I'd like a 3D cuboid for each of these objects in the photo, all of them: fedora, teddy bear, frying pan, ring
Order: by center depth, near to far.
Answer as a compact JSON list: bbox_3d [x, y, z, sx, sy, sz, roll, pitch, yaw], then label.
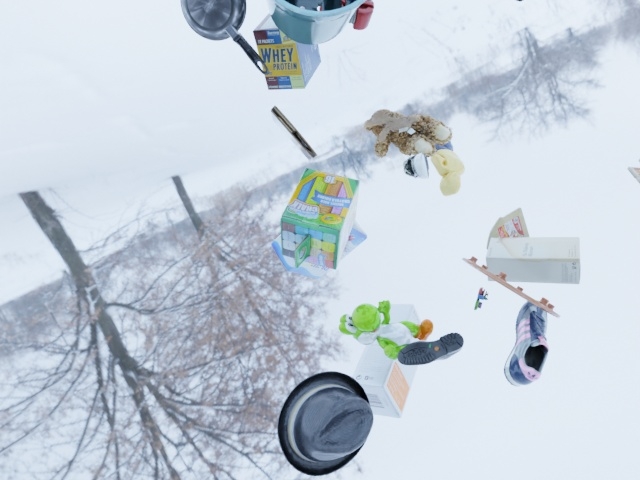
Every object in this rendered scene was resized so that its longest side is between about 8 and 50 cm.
[{"bbox_3d":[-0.295,-0.624,1.363,0.197,0.326,0.053,-11,-156,13],"label":"frying pan"},{"bbox_3d":[0.042,0.560,1.423,0.334,0.334,0.152,-30,-179,-30],"label":"fedora"},{"bbox_3d":[0.603,0.139,1.474,0.032,0.337,0.336,-58,-173,6],"label":"ring"},{"bbox_3d":[0.307,-0.370,1.651,0.338,0.113,0.245,15,-119,39],"label":"teddy bear"}]

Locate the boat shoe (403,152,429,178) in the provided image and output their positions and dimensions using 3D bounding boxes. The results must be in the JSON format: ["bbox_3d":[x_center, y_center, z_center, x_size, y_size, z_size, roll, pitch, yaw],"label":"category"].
[{"bbox_3d":[0.289,-0.220,1.411,0.070,0.077,0.219,-11,-175,17],"label":"boat shoe"}]

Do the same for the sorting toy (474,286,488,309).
[{"bbox_3d":[0.652,0.237,1.874,0.042,0.101,0.061,16,164,18],"label":"sorting toy"}]

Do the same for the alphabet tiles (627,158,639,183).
[{"bbox_3d":[1.043,-0.135,1.286,0.285,0.011,0.342,4,-141,3],"label":"alphabet tiles"}]

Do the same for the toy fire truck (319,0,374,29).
[{"bbox_3d":[0.110,-0.919,1.870,0.217,0.246,0.158,7,151,-12],"label":"toy fire truck"}]

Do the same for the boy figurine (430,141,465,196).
[{"bbox_3d":[0.512,-0.307,1.867,0.177,0.285,0.092,4,156,-31],"label":"boy figurine"}]

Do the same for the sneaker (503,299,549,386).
[{"bbox_3d":[0.707,0.324,1.521,0.319,0.112,0.131,-64,-176,-28],"label":"sneaker"}]

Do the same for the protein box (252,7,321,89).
[{"bbox_3d":[-0.102,-0.637,1.534,0.136,0.199,0.201,4,-134,18],"label":"protein box"}]

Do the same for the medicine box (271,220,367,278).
[{"bbox_3d":[0.000,0.000,1.867,0.289,0.149,0.263,-42,154,13],"label":"medicine box"}]

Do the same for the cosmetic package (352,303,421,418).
[{"bbox_3d":[0.318,0.521,2.071,0.162,0.230,0.453,-6,-143,34],"label":"cosmetic package"}]

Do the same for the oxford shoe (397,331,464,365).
[{"bbox_3d":[0.376,0.386,1.584,0.227,0.082,0.096,-14,146,6],"label":"oxford shoe"}]

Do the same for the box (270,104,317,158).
[{"bbox_3d":[-0.073,-0.288,1.278,0.021,0.164,0.201,-42,-171,2],"label":"box"}]

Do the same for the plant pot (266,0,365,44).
[{"bbox_3d":[-0.016,-0.691,1.205,0.341,0.341,0.334,-25,-174,-2],"label":"plant pot"}]

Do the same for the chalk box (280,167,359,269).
[{"bbox_3d":[-0.008,-0.044,1.376,0.179,0.180,0.288,14,-129,9],"label":"chalk box"}]

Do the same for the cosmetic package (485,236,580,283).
[{"bbox_3d":[0.788,0.071,1.728,0.310,0.113,0.160,0,-150,27],"label":"cosmetic package"}]

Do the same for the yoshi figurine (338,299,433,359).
[{"bbox_3d":[0.257,0.338,1.776,0.362,0.202,0.203,14,-171,-5],"label":"yoshi figurine"}]

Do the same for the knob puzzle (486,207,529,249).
[{"bbox_3d":[0.757,-0.019,1.907,0.213,0.213,0.030,-26,-154,-9],"label":"knob puzzle"}]
